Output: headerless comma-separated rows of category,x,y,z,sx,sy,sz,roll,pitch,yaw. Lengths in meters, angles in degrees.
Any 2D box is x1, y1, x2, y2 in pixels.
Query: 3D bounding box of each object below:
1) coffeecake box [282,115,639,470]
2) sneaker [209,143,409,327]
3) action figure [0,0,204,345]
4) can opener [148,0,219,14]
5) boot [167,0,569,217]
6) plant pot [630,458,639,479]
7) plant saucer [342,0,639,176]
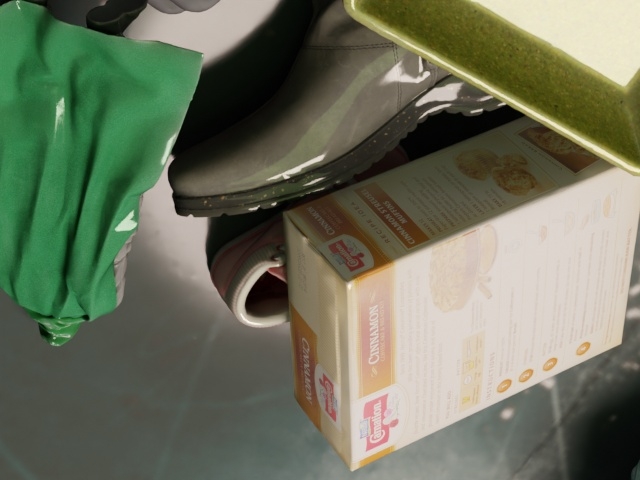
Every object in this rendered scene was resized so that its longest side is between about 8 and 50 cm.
coffeecake box,0.078,0.023,0.855,0.185,0.068,0.142,-22,136,-21
sneaker,0.000,0.000,0.874,0.134,0.070,0.051,-37,115,5
action figure,-0.133,-0.030,0.813,0.137,0.063,0.232,21,132,9
can opener,-0.167,-0.186,0.743,0.280,0.074,0.093,29,85,-25
boot,0.009,-0.124,0.824,0.246,0.083,0.161,-25,107,-1
plant pot,0.279,0.228,0.947,0.196,0.293,0.293,5,117,14
plant saucer,0.134,-0.150,0.755,0.188,0.045,0.188,27,115,-16
